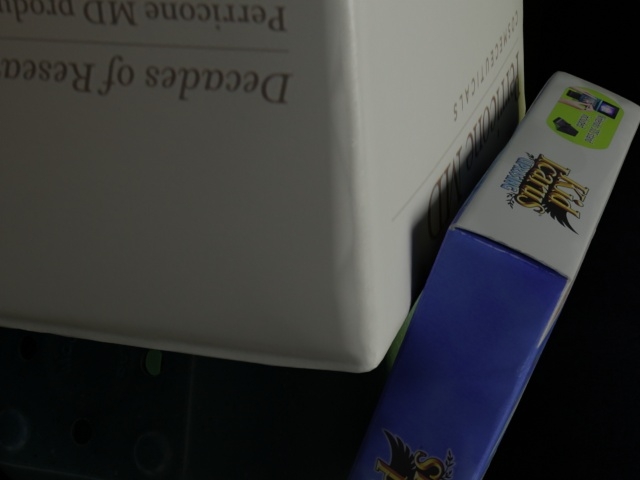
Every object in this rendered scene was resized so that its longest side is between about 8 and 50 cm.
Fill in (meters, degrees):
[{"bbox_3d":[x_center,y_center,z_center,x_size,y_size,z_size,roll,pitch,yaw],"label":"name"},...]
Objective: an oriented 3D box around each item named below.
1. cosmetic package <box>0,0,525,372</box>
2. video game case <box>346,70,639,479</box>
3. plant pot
[{"bbox_3d":[-0.087,-0.199,0.647,0.329,0.327,0.394,-52,143,-58],"label":"cosmetic package"},{"bbox_3d":[0.081,0.069,0.712,0.244,0.061,0.270,-47,160,-59],"label":"video game case"},{"bbox_3d":[-0.081,0.074,0.876,0.252,0.247,0.248,10,85,-62],"label":"plant pot"}]
